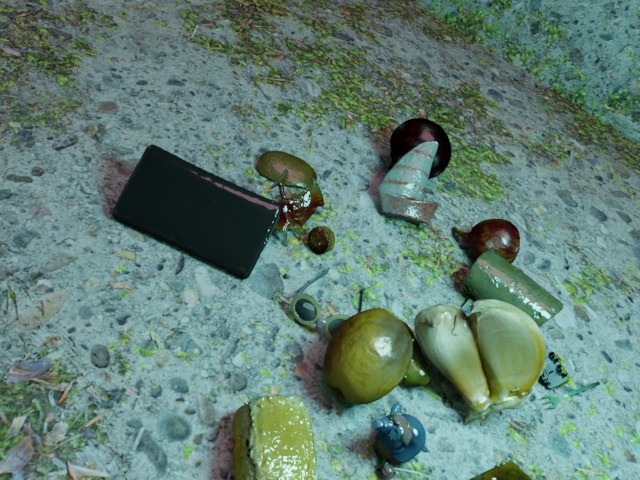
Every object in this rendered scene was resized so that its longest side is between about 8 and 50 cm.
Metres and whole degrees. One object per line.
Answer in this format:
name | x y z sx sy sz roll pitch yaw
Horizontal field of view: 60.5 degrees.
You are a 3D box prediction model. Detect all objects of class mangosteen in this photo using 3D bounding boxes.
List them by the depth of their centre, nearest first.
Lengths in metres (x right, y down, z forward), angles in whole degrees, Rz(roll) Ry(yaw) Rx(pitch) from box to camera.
mangosteen | 0.335 -0.299 1.936 0.228 0.228 0.265 35 81 11

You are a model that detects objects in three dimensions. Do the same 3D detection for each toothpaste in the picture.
toothpaste | 0.396 0.233 1.576 0.062 0.039 0.239 42 46 20

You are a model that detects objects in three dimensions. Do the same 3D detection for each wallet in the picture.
wallet | -0.329 -0.079 1.479 0.405 0.062 0.229 25 86 2

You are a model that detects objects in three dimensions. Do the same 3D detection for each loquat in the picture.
loquat | 0.110 0.272 1.295 0.193 0.238 0.238 45 48 14

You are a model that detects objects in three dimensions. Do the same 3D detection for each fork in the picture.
fork | 0.702 0.431 1.535 0.235 0.021 0.039 -6 56 -28

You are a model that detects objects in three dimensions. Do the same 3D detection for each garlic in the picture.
garlic | 0.386 0.272 1.362 0.249 0.286 0.313 -32 96 -46

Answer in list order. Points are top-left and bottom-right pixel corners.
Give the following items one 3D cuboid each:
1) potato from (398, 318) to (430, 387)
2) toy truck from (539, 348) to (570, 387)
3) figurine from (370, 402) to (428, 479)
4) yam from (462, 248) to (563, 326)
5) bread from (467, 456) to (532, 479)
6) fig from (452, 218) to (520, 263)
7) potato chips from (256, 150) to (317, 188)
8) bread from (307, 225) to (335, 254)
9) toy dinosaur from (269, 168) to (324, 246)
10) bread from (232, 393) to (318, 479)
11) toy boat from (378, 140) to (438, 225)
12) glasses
potato | 0.214 0.294 1.415 0.105 0.085 0.188 -34 60 3
toy truck | 0.653 0.358 1.549 0.076 0.076 0.111 18 42 -40
figurine | 0.158 0.446 1.225 0.144 0.178 0.114 -49 53 -4
yam | 0.558 0.160 1.625 0.268 0.161 0.161 41 47 16
bread | 0.408 0.603 1.193 0.192 0.110 0.210 -13 56 -33
fig | 0.533 0.003 1.772 0.207 0.175 0.175 11 44 8
potato chips | -0.103 -0.239 1.798 0.201 0.049 0.150 26 50 -7
bread | 0.000 0.000 1.596 0.085 0.085 0.053 44 40 19
toy dinosaur | -0.122 -0.082 1.608 0.327 0.112 0.207 -48 115 -24
bread | -0.091 0.434 1.135 0.173 0.121 0.246 11 42 -25
toy boat | 0.306 -0.205 1.803 0.205 0.096 0.283 16 86 1
glasses | 0.038 0.151 1.469 0.189 0.088 0.221 28 45 4
